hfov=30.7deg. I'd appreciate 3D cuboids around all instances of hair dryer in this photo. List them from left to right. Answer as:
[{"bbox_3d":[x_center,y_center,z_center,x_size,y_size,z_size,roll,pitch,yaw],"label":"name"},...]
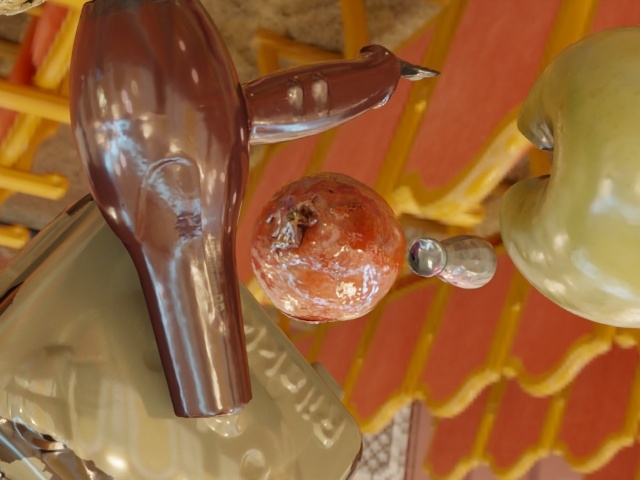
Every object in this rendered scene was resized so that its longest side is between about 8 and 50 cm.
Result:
[{"bbox_3d":[-0.019,-0.058,0.903,0.340,0.313,0.123,-19,-172,-38],"label":"hair dryer"}]

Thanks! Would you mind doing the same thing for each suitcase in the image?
[{"bbox_3d":[-0.155,0.170,0.934,0.351,0.339,0.194,51,145,-16],"label":"suitcase"}]

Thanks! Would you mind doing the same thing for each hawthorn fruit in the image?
[{"bbox_3d":[0.000,0.000,1.981,0.276,0.276,0.307,3,160,15],"label":"hawthorn fruit"}]

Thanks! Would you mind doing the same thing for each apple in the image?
[{"bbox_3d":[0.313,-0.057,1.120,0.254,0.292,0.292,11,161,-6],"label":"apple"}]

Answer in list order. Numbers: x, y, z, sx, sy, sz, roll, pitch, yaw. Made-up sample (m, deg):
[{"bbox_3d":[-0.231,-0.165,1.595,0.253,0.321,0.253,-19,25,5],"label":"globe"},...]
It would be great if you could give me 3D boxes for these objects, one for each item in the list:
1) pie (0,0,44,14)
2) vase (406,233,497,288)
[{"bbox_3d":[-0.239,-0.304,1.172,0.308,0.085,0.308,-24,-174,3],"label":"pie"},{"bbox_3d":[0.195,0.029,1.755,0.086,0.086,0.214,-1,177,25],"label":"vase"}]
